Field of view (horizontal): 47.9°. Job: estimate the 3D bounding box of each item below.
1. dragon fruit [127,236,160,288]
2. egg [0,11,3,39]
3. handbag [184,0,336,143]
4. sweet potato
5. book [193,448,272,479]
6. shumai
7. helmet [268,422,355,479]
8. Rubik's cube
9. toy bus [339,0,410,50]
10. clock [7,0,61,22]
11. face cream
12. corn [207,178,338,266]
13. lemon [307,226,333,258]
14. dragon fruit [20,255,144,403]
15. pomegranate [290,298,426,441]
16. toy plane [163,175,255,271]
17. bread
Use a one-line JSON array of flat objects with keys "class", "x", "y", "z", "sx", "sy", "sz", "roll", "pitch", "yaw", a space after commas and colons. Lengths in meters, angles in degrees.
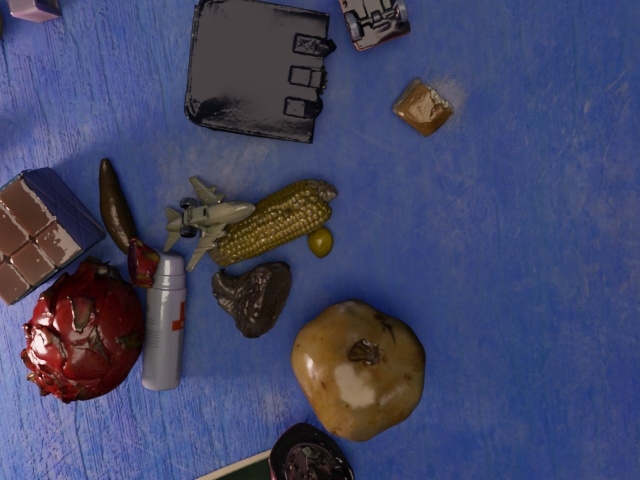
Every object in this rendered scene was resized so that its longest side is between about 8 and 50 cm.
[{"class": "dragon fruit", "x": -0.420, "y": 0.052, "z": 1.714, "sx": 0.068, "sy": 0.112, "sz": 0.126, "roll": -3, "pitch": 100, "yaw": -27}, {"class": "egg", "x": -0.814, "y": -0.480, "z": 1.637, "sx": 0.164, "sy": 0.164, "sz": 0.201, "roll": 36, "pitch": 102, "yaw": -7}, {"class": "handbag", "x": -0.136, "y": -0.392, "z": 1.678, "sx": 0.329, "sy": 0.122, "sz": 0.303, "roll": 8, "pitch": 98, "yaw": -2}, {"class": "sweet potato", "x": -0.504, "y": -0.077, "z": 1.754, "sx": 0.077, "sy": 0.077, "sz": 0.244, "roll": -19, "pitch": 99, "yaw": 3}, {"class": "book", "x": -0.163, "y": 0.761, "z": 1.924, "sx": 0.260, "sy": 0.043, "sz": 0.371, "roll": -22, "pitch": 101, "yaw": 1}, {"class": "shumai", "x": -0.176, "y": 0.123, "z": 1.768, "sx": 0.175, "sy": 0.166, "sz": 0.206, "roll": 28, "pitch": 98, "yaw": 17}, {"class": "helmet", "x": -0.033, "y": 0.599, "z": 1.841, "sx": 0.253, "sy": 0.154, "sz": 0.198, "roll": 45, "pitch": 61, "yaw": 1}, {"class": "Rubik's cube", "x": -0.676, "y": -0.017, "z": 1.684, "sx": 0.224, "sy": 0.231, "sz": 0.221, "roll": -37, "pitch": 99, "yaw": 4}, {"class": "toy bus", "x": 0.089, "y": -0.604, "z": 1.629, "sx": 0.143, "sy": 0.153, "sz": 0.329, "roll": -20, "pitch": 101, "yaw": 4}, {"class": "clock", "x": -0.662, "y": -0.601, "z": 1.620, "sx": 0.063, "sy": 0.150, "sz": 0.197, "roll": -12, "pitch": 100, "yaw": 5}, {"class": "face cream", "x": -0.386, "y": 0.194, "z": 1.789, "sx": 0.101, "sy": 0.102, "sz": 0.346, "roll": 7, "pitch": 101, "yaw": -2}, {"class": "corn", "x": -0.115, "y": -0.042, "z": 1.735, "sx": 0.347, "sy": 0.130, "sz": 0.130, "roll": -28, "pitch": 99, "yaw": 10}, {"class": "lemon", "x": 0.000, "y": 0.000, "z": 1.778, "sx": 0.065, "sy": 0.065, "sz": 0.092, "roll": -8, "pitch": 102, "yaw": 1}, {"class": "dragon fruit", "x": -0.555, "y": 0.221, "z": 1.711, "sx": 0.277, "sy": 0.277, "sz": 0.343, "roll": 35, "pitch": 89, "yaw": -6}, {"class": "pomegranate", "x": 0.086, "y": 0.307, "z": 1.712, "sx": 0.332, "sy": 0.332, "sz": 0.333, "roll": 0, "pitch": 100, "yaw": -1}, {"class": "toy plane", "x": -0.270, "y": -0.053, "z": 1.699, "sx": 0.256, "sy": 0.104, "sz": 0.242, "roll": -18, "pitch": 64, "yaw": 34}, {"class": "bread", "x": 0.247, "y": -0.313, "z": 1.716, "sx": 0.125, "sy": 0.082, "sz": 0.106, "roll": 38, "pitch": 91, "yaw": -10}]
